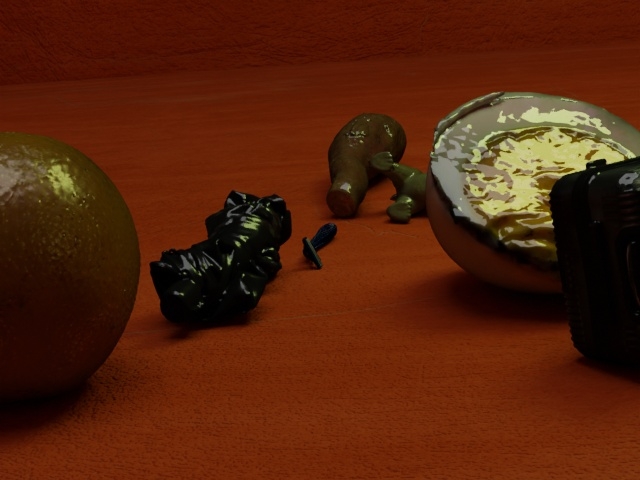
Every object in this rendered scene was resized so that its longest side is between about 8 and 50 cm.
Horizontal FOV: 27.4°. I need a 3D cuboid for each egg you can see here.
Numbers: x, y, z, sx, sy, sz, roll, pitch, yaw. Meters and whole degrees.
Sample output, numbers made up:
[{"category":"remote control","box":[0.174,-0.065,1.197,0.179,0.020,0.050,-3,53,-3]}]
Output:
[{"category":"egg","box":[0.259,-0.029,1.514,0.286,0.174,0.264,20,52,19]}]

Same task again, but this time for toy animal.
[{"category":"toy animal","box":[0.185,-0.073,1.873,0.218,0.103,0.101,-3,-9,23]}]

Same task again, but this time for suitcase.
[{"category":"suitcase","box":[0.377,0.001,1.310,0.312,0.202,0.128,-15,8,-31]}]

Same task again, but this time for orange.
[{"category":"orange","box":[-0.311,0.028,1.302,0.274,0.274,0.274,-5,15,1]}]

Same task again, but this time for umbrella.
[{"category":"umbrella","box":[-0.111,0.027,1.556,0.110,0.122,0.272,-46,0,28]}]

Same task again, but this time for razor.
[{"category":"razor","box":[-0.004,0.002,1.740,0.028,0.044,0.154,-28,7,17]}]

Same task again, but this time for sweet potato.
[{"category":"sweet potato","box":[0.061,-0.131,2.066,0.109,0.109,0.385,0,17,16]}]
